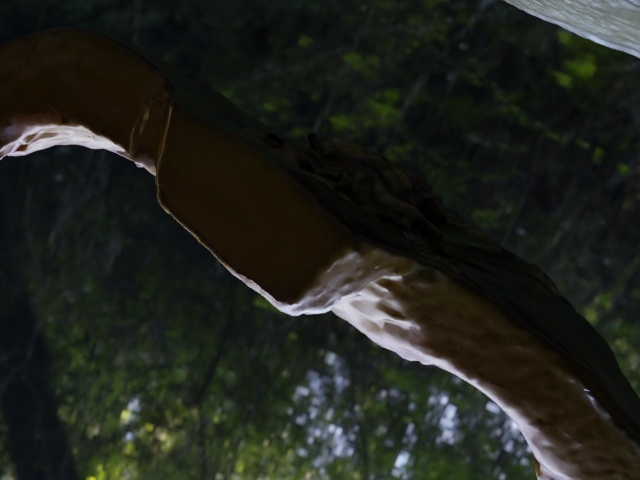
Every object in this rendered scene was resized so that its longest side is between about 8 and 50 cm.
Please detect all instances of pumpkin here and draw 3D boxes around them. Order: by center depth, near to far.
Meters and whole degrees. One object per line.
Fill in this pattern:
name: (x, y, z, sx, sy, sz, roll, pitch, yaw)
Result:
pumpkin: (-0.007, -0.003, 0.671, 0.290, 0.095, 0.258, 26, -174, -24)

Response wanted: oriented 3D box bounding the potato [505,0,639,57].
potato: (0.198, -0.191, 0.783, 0.189, 0.211, 0.264, 24, -178, -12)
